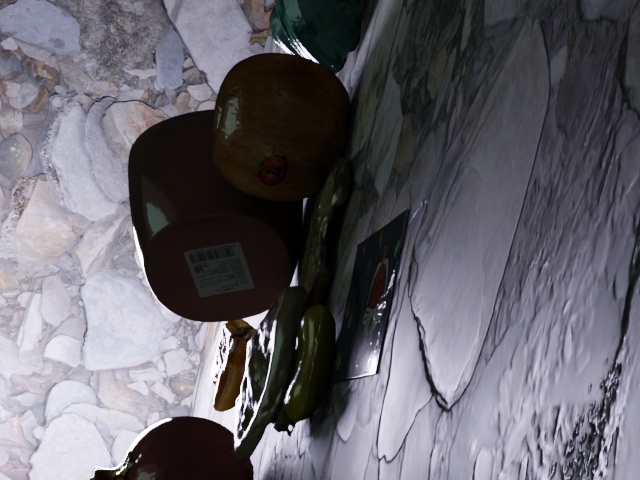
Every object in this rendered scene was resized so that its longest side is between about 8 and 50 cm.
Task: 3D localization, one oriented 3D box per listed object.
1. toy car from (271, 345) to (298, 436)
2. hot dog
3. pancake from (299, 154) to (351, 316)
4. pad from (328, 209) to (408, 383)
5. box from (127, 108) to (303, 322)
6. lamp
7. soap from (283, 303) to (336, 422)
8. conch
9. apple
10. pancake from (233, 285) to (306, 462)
[{"bbox_3d":[-0.036,0.188,1.692,0.122,0.035,0.059,-73,3,-46],"label":"toy car"},{"bbox_3d":[-0.148,0.222,2.325,0.249,0.068,0.100,111,157,-56],"label":"hot dog"},{"bbox_3d":[0.000,0.000,1.768,0.212,0.029,0.235,167,116,-82],"label":"pancake"},{"bbox_3d":[0.048,0.068,1.401,0.245,0.006,0.170,142,140,-77],"label":"pad"},{"bbox_3d":[-0.159,-0.030,2.051,0.216,0.301,0.301,-95,19,-47],"label":"box"},{"bbox_3d":[-0.220,0.396,1.901,0.305,0.240,0.305,-167,90,-81],"label":"lamp"},{"bbox_3d":[-0.011,0.143,1.542,0.089,0.045,0.140,127,156,-66],"label":"soap"},{"bbox_3d":[-0.013,-0.344,2.047,0.202,0.134,0.196,130,153,-72],"label":"conch"},{"bbox_3d":[-0.057,-0.161,1.872,0.211,0.188,0.211,-171,90,-82],"label":"apple"},{"bbox_3d":[-0.074,0.169,1.679,0.242,0.050,0.241,-163,90,-84],"label":"pancake"}]
